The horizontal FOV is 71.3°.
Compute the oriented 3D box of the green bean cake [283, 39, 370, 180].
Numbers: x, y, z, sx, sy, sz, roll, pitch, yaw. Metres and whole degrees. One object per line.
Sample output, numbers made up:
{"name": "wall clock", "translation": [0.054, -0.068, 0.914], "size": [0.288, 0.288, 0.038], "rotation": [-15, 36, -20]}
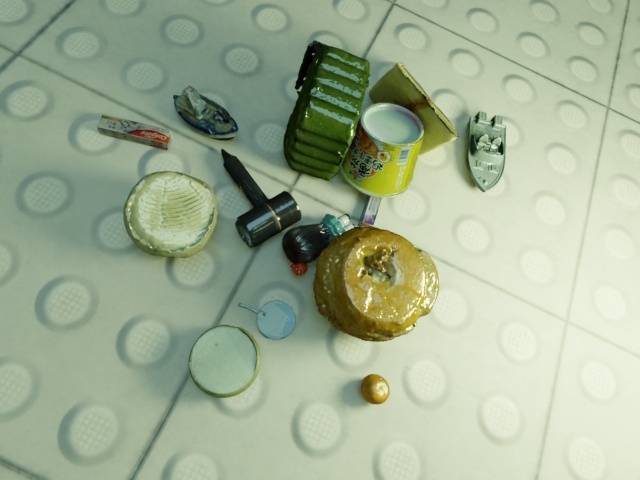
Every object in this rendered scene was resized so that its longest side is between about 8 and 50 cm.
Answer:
{"name": "green bean cake", "translation": [0.004, -0.393, 1.384], "size": [0.218, 0.335, 0.319], "rotation": [16, 62, -6]}

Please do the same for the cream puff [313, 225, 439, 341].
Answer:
{"name": "cream puff", "translation": [0.144, 0.122, 1.257], "size": [0.342, 0.231, 0.327], "rotation": [-11, 73, -19]}

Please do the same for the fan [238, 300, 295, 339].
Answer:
{"name": "fan", "translation": [-0.156, 0.217, 1.284], "size": [0.175, 0.005, 0.113], "rotation": [23, 66, -1]}

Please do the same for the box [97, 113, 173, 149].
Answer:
{"name": "box", "translation": [-0.583, -0.342, 1.408], "size": [0.218, 0.039, 0.055], "rotation": [13, 65, -5]}

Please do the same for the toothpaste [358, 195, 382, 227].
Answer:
{"name": "toothpaste", "translation": [0.174, -0.127, 1.470], "size": [0.047, 0.040, 0.196], "rotation": [22, 65, -3]}

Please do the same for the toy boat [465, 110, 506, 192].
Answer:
{"name": "toy boat", "translation": [0.593, -0.311, 1.596], "size": [0.141, 0.092, 0.320], "rotation": [12, 67, -4]}

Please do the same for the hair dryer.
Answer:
{"name": "hair dryer", "translation": [-0.234, -0.152, 1.382], "size": [0.189, 0.107, 0.352], "rotation": [-33, 70, -19]}

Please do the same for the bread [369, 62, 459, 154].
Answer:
{"name": "bread", "translation": [0.355, -0.479, 1.497], "size": [0.242, 0.405, 0.346], "rotation": [-35, 91, -11]}

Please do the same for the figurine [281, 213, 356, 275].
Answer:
{"name": "figurine", "translation": [0.000, 0.000, 1.350], "size": [0.245, 0.110, 0.138], "rotation": [-24, 78, -27]}

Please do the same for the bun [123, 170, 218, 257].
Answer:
{"name": "bun", "translation": [-0.422, -0.065, 1.268], "size": [0.259, 0.152, 0.260], "rotation": [2, 80, -13]}

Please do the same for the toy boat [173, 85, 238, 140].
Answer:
{"name": "toy boat", "translation": [-0.372, -0.412, 1.437], "size": [0.262, 0.115, 0.114], "rotation": [35, 66, 4]}

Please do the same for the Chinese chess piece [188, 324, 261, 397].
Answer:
{"name": "Chinese chess piece", "translation": [-0.253, 0.319, 1.186], "size": [0.188, 0.083, 0.189], "rotation": [3, 70, -7]}

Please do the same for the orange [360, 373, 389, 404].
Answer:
{"name": "orange", "translation": [0.149, 0.411, 1.231], "size": [0.083, 0.070, 0.083], "rotation": [8, 72, -24]}

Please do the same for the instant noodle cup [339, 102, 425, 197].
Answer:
{"name": "instant noodle cup", "translation": [0.202, -0.297, 1.425], "size": [0.264, 0.200, 0.264], "rotation": [5, 53, -6]}
